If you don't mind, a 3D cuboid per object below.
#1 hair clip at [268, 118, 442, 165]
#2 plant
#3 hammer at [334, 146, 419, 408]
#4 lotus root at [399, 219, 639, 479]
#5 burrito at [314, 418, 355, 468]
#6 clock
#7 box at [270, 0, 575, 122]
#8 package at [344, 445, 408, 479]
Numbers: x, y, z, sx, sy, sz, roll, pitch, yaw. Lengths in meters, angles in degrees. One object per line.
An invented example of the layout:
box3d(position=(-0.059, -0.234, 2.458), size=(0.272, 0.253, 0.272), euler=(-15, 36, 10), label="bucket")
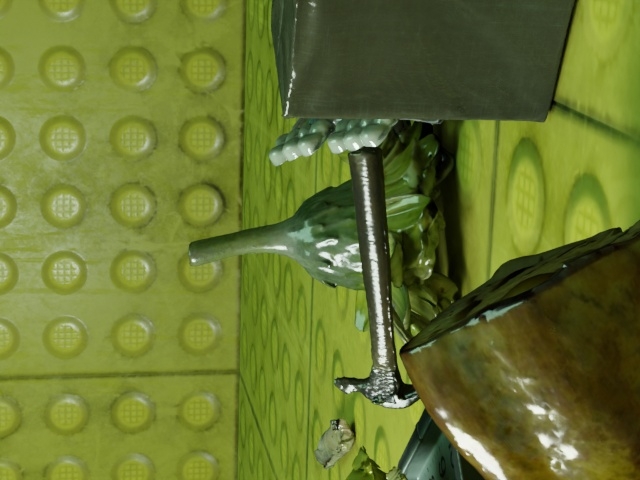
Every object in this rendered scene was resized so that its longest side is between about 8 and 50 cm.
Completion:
box3d(position=(0.047, -0.142, 1.565), size=(0.220, 0.054, 0.140), euler=(-5, 48, 47), label="hair clip")
box3d(position=(0.036, -0.032, 1.594), size=(0.306, 0.297, 0.261), euler=(103, -168, -81), label="plant")
box3d(position=(0.056, 0.041, 1.429), size=(0.027, 0.125, 0.297), euler=(-47, -43, -52), label="hammer")
box3d(position=(0.180, 0.092, 0.974), size=(0.180, 0.199, 0.188), euler=(61, -151, 2), label="lotus root")
box3d(position=(0.021, 0.305, 2.145), size=(0.171, 0.042, 0.051), euler=(122, 143, -67), label="burrito")
box3d(position=(0.136, 0.310, 1.455), size=(0.279, 0.049, 0.273), euler=(106, 160, -59), label="clock")
box3d(position=(0.080, -0.204, 1.216), size=(0.155, 0.231, 0.149), euler=(-101, 14, -47), label="box")
box3d(position=(0.069, 0.323, 1.435), size=(0.168, 0.090, 0.226), euler=(-164, 67, -76), label="package")
